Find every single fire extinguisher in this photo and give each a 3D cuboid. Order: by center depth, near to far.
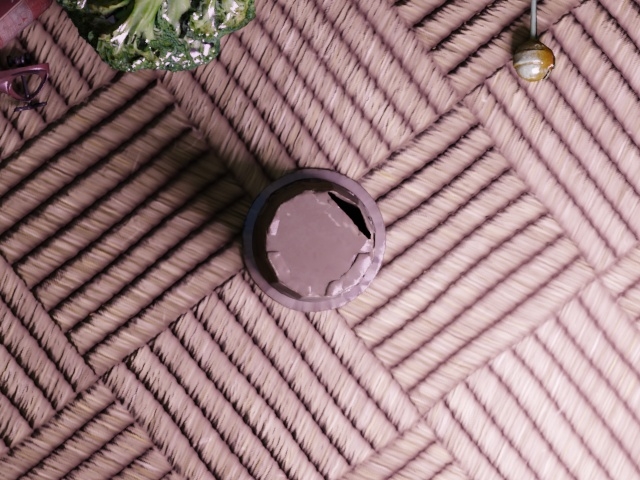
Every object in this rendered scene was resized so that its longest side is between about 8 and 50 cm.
[{"bbox_3d":[-0.413,-0.324,1.543,0.106,0.075,0.252,42,64,-3],"label":"fire extinguisher"}]

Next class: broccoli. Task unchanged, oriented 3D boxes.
[{"bbox_3d":[-0.219,-0.377,1.472,0.307,0.275,0.308,5,67,-11],"label":"broccoli"}]

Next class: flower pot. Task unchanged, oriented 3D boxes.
[{"bbox_3d":[0.000,0.000,1.519,0.212,0.202,0.212,0,90,-6],"label":"flower pot"}]

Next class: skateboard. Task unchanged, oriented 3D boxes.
[{"bbox_3d":[-0.456,-0.217,1.566,0.151,0.067,0.080,-13,101,-6],"label":"skateboard"}]

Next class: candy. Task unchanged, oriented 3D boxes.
[{"bbox_3d":[0.310,-0.329,1.601,0.061,0.061,0.203,2,83,-2],"label":"candy"}]
